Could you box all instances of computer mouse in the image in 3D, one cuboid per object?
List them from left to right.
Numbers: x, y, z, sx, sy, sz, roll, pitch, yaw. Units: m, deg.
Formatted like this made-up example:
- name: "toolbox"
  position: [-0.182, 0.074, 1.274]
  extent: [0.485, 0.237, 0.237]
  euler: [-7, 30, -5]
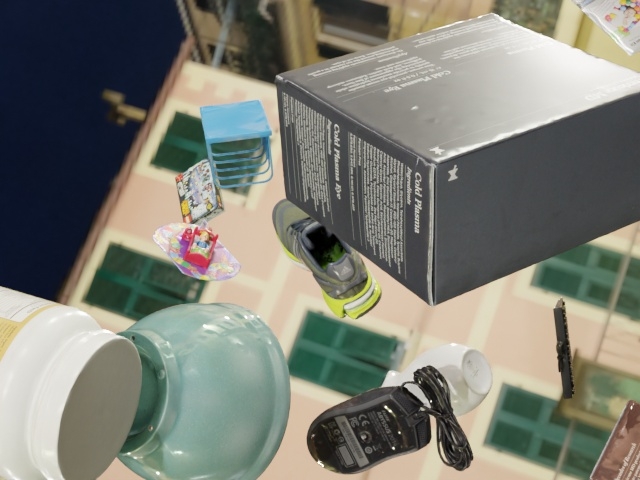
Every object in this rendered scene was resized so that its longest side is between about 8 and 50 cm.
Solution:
- name: "computer mouse"
  position: [0.108, 0.307, 1.794]
  extent: [0.189, 0.272, 0.072]
  euler: [67, -157, -11]

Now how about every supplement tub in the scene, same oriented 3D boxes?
- name: "supplement tub"
  position: [-0.414, 0.177, 1.400]
  extent: [0.228, 0.316, 0.228]
  euler: [14, -90, -71]

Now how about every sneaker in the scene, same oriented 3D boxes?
- name: "sneaker"
  position: [0.000, 0.000, 1.815]
  extent: [0.111, 0.300, 0.121]
  euler: [-33, -48, -10]

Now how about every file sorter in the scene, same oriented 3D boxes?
- name: "file sorter"
  position: [-0.155, -0.180, 2.021]
  extent: [0.170, 0.118, 0.105]
  euler: [-110, 14, -62]

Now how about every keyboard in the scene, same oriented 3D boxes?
- name: "keyboard"
  position: [0.464, 0.208, 2.068]
  extent: [0.108, 0.023, 0.180]
  euler: [-34, -64, -67]

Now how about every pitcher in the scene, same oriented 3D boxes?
- name: "pitcher"
  position: [0.184, 0.268, 1.889]
  extent: [0.207, 0.125, 0.178]
  euler: [-26, 15, 42]

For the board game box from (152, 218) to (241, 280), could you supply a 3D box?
- name: "board game box"
  position: [-0.219, 0.007, 1.966]
  extent: [0.133, 0.168, 0.033]
  euler: [-8, -47, -45]

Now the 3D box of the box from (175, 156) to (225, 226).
- name: "box"
  position: [-0.255, -0.098, 2.303]
  extent: [0.027, 0.094, 0.137]
  euler: [34, -148, -49]

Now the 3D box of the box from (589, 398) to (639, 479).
- name: "box"
  position: [0.584, 0.413, 1.880]
  extent: [0.167, 0.203, 0.168]
  euler: [-57, -22, -21]

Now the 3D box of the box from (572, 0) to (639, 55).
- name: "box"
  position: [0.520, -0.411, 1.850]
  extent: [0.145, 0.186, 0.038]
  euler: [-27, 31, 55]

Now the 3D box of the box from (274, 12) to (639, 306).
- name: "box"
  position: [0.172, -0.113, 1.299]
  extent: [0.343, 0.312, 0.179]
  euler: [-20, -57, -25]

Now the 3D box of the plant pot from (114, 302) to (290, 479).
- name: "plant pot"
  position: [-0.218, 0.226, 1.585]
  extent: [0.196, 0.293, 0.293]
  euler: [14, -86, -52]
